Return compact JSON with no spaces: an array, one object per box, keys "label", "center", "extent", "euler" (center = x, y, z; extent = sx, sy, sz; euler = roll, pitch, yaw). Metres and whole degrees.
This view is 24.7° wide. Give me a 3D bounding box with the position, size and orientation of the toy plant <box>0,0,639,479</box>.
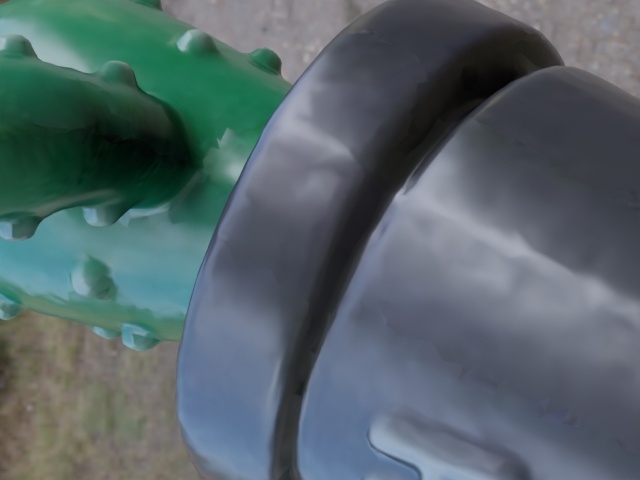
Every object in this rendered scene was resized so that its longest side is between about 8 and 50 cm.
[{"label":"toy plant","center":[-0.008,0.002,0.482],"extent":[0.400,0.279,0.185],"euler":[26,115,29]}]
